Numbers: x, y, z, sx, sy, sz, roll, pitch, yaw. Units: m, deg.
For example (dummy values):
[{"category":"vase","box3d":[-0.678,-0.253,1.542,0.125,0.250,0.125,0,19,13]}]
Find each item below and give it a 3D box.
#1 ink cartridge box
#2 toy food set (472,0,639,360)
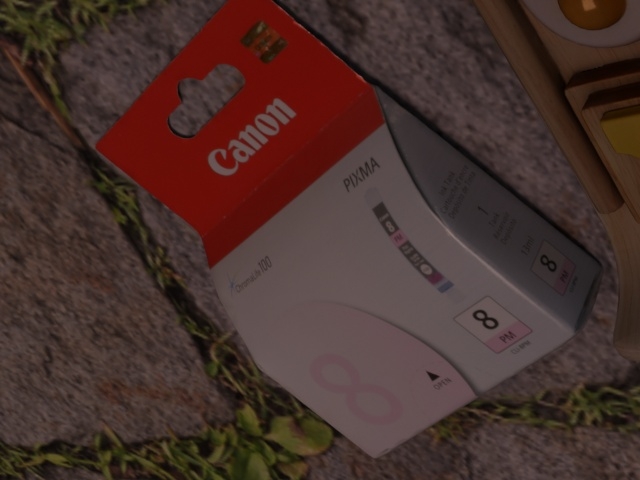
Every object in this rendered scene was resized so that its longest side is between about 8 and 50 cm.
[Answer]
[{"category":"ink cartridge box","box3d":[0.000,0.000,0.952,0.232,0.066,0.189,35,141,-13]},{"category":"toy food set","box3d":[0.154,-0.072,0.746,0.219,0.092,0.306,-10,126,38]}]
